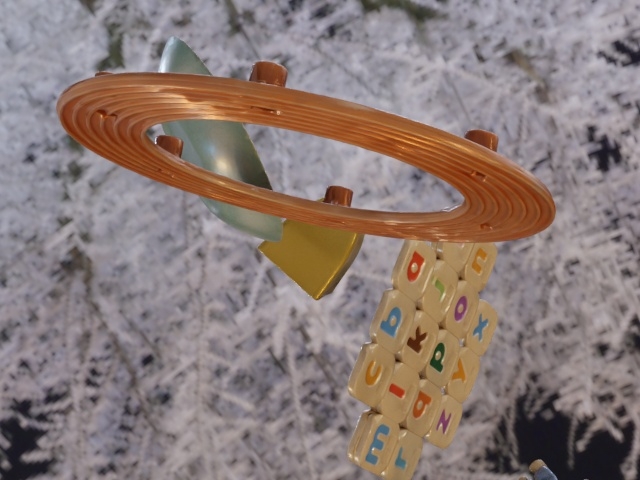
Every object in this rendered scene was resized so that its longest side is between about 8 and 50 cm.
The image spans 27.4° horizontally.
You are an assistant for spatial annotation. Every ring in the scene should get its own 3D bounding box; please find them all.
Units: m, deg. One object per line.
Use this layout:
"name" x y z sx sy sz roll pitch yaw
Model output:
"ring" -0.009 -0.056 0.881 0.336 0.336 0.032 4 -102 37

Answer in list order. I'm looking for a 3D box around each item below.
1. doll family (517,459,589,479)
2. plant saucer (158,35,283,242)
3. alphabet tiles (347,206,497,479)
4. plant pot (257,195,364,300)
"doll family" 0.196 0.307 1.295 0.193 0.076 0.111 -65 -152 18
"plant saucer" -0.096 -0.076 1.102 0.037 0.195 0.195 -29 -144 -13
"alphabet tiles" 0.111 0.114 1.385 0.021 0.278 0.284 17 -100 30
"plant pot" 0.000 0.000 1.325 0.083 0.081 0.081 -50 174 12
